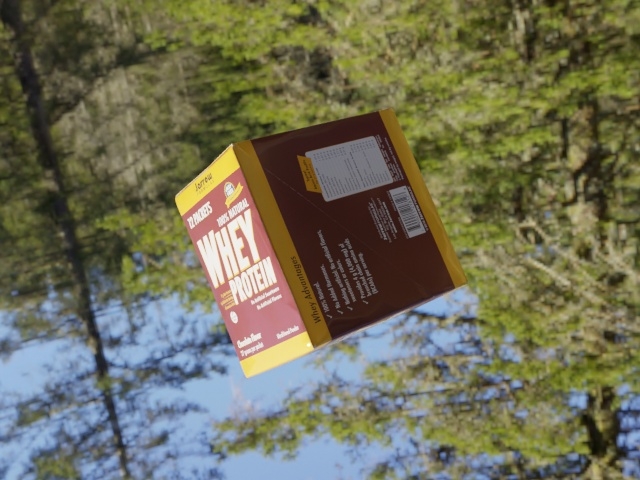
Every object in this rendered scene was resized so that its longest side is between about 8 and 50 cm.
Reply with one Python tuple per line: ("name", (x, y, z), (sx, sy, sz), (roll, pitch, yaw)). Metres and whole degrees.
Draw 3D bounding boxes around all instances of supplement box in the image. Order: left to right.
("supplement box", (0.000, 0.000, 0.854), (0.194, 0.191, 0.129), (-18, 172, -36))
